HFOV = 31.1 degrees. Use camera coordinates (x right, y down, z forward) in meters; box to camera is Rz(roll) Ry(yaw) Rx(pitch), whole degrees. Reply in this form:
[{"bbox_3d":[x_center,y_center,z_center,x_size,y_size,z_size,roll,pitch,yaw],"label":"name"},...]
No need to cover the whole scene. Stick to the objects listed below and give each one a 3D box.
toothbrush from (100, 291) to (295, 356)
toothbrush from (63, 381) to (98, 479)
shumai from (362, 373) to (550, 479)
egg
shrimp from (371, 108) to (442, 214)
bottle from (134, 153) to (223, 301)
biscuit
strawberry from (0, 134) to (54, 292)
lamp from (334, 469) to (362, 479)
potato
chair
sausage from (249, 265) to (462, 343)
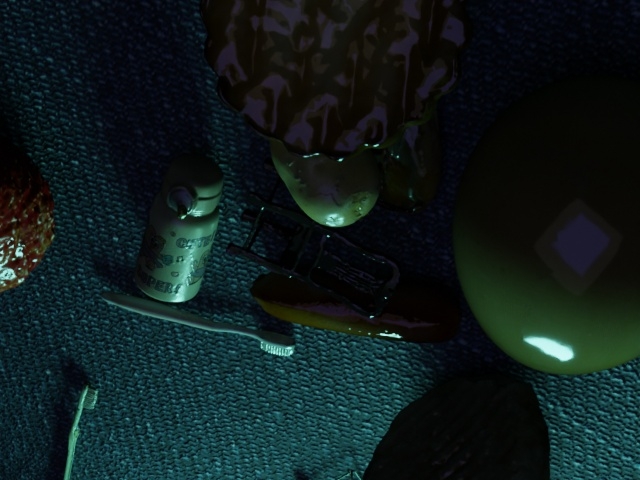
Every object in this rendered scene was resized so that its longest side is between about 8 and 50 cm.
[{"bbox_3d":[-0.185,0.123,1.723,0.307,0.025,0.029,14,130,8],"label":"toothbrush"},{"bbox_3d":[-0.413,0.344,1.919,0.028,0.026,0.294,24,124,1],"label":"toothbrush"},{"bbox_3d":[0.231,0.361,1.644,0.267,0.314,0.262,27,168,37],"label":"shumai"},{"bbox_3d":[0.302,-0.010,1.336,0.301,0.301,0.373,12,121,10],"label":"egg"},{"bbox_3d":[0.095,-0.147,1.461,0.117,0.066,0.262,3,118,15],"label":"shrimp"},{"bbox_3d":[-0.195,-0.018,1.592,0.097,0.110,0.209,21,123,3],"label":"bottle"},{"bbox_3d":[0.019,-0.257,1.363,0.326,0.107,0.325,2,99,9],"label":"biscuit"},{"bbox_3d":[-0.488,-0.052,1.562,0.257,0.257,0.277,29,162,-2],"label":"strawberry"},{"bbox_3d":[0.011,0.396,1.820,0.121,0.041,0.054,-18,104,29],"label":"lamp"},{"bbox_3d":[0.005,-0.101,1.471,0.178,0.118,0.109,63,156,9],"label":"potato"},{"bbox_3d":[0.000,0.000,1.545,0.229,0.113,0.106,25,124,-1],"label":"chair"},{"bbox_3d":[0.049,0.091,1.598,0.300,0.089,0.083,7,129,13],"label":"sausage"}]
